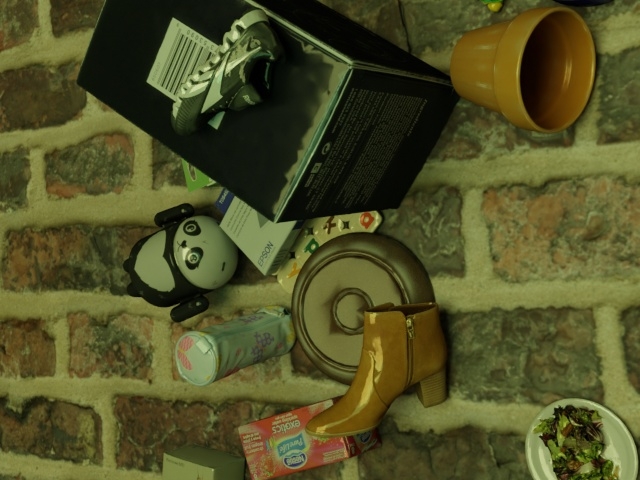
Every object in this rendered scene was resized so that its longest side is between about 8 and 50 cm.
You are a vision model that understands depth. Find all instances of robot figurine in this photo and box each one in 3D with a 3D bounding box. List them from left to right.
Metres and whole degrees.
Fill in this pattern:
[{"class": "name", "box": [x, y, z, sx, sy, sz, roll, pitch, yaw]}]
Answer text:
[{"class": "robot figurine", "box": [-0.313, 0.049, 2.033, 0.278, 0.173, 0.209, -21, 113, 34]}]

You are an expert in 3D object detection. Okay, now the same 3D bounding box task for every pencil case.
[{"class": "pencil case", "box": [-0.168, 0.211, 1.882, 0.124, 0.273, 0.113, -37, 77, 37]}]

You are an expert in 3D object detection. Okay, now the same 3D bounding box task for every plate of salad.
[{"class": "plate of salad", "box": [0.444, 0.373, 1.585, 0.200, 0.048, 0.199, 1, 91, 36]}]

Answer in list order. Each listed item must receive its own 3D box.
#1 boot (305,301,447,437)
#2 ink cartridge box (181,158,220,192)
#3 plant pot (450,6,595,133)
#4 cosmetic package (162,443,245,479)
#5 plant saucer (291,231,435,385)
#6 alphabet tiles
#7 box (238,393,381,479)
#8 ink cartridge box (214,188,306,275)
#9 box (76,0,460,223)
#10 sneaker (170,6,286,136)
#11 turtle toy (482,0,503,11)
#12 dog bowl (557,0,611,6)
[{"class": "boot", "box": [0.094, 0.230, 1.698, 0.104, 0.295, 0.211, -145, 41, -70]}, {"class": "ink cartridge box", "box": [-0.208, -0.183, 2.026, 0.209, 0.062, 0.108, -20, 79, 34]}, {"class": "plant pot", "box": [0.332, -0.295, 1.577, 0.188, 0.205, 0.205, 17, 101, 49]}, {"class": "cosmetic package", "box": [-0.268, 0.629, 2.052, 0.160, 0.113, 0.309, 6, 95, 35]}, {"class": "plant saucer", "box": [0.072, 0.138, 1.811, 0.311, 0.050, 0.310, 0, 90, 26]}, {"class": "alphabet tiles", "box": [0.000, 0.000, 1.908, 0.284, 0.021, 0.278, 48, 116, 25]}, {"class": "box", "box": [-0.024, 0.398, 1.866, 0.257, 0.128, 0.122, -23, 78, 33]}, {"class": "ink cartridge box", "box": [-0.127, -0.081, 1.905, 0.224, 0.045, 0.223, 46, 125, 24]}, {"class": "box", "box": [-0.077, -0.282, 1.651, 0.480, 0.472, 0.297, 35, 111, 22]}, {"class": "sneaker", "box": [-0.135, -0.228, 1.375, 0.234, 0.078, 0.106, -47, 71, 23]}, {"class": "turtle toy", "box": [0.295, -0.479, 1.665, 0.130, 0.066, 0.095, 39, 112, 28]}, {"class": "dog bowl", "box": [0.440, -0.530, 1.539, 0.265, 0.104, 0.264, 1, 92, 36]}]
